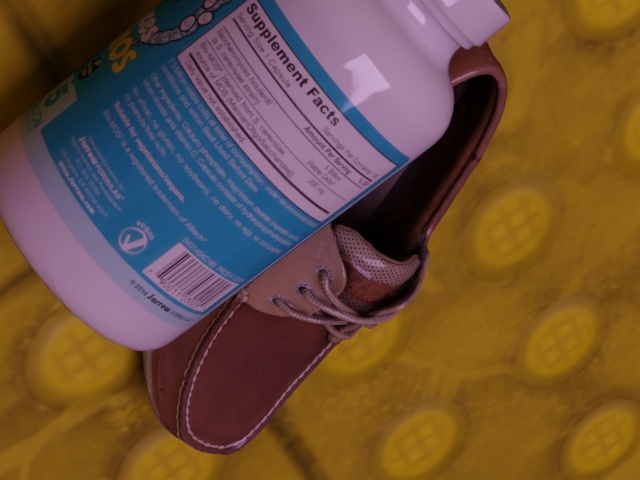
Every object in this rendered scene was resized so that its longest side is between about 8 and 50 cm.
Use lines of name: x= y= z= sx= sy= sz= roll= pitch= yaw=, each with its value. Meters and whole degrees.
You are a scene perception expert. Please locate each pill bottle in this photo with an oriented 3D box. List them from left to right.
pill bottle: x=-0.033 y=-0.071 z=0.908 sx=0.264 sy=0.146 sz=0.146 roll=-37 pitch=135 yaw=11

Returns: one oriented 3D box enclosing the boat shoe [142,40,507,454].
boat shoe: x=0.000 y=0.000 z=1.030 sx=0.123 sy=0.116 sz=0.324 roll=14 pitch=113 yaw=-38
